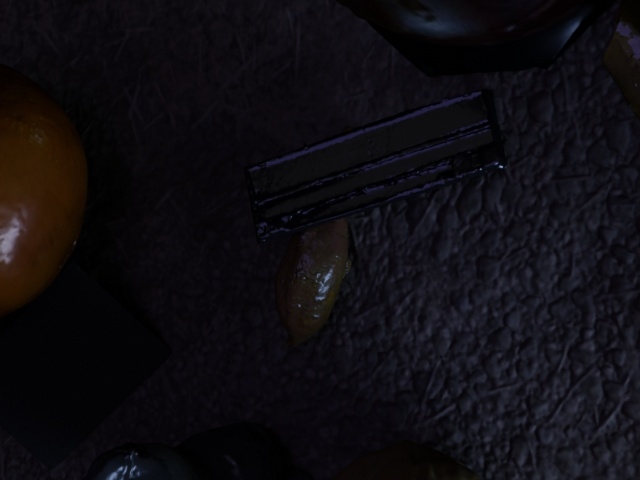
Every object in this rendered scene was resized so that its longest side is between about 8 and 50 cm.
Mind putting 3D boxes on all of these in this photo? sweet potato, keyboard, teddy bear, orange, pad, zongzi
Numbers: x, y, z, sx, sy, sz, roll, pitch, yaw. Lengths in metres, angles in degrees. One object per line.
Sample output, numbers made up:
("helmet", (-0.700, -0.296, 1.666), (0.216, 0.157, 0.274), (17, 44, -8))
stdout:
("sweet potato", (0.000, 0.003, 1.542), (0.068, 0.068, 0.226), (18, 98, 29))
("keyboard", (0.047, -0.070, 1.505), (0.250, 0.017, 0.087), (-18, 68, 18))
("teddy bear", (-0.149, 0.261, 1.550), (0.171, 0.251, 0.144), (-22, 78, 44))
("orange", (-0.370, -0.046, 1.648), (0.284, 0.226, 0.284), (-21, 54, 32))
("sweet potato", (0.312, -0.093, 1.353), (0.077, 0.077, 0.244), (-37, 81, 26))
("pad", (-0.270, 0.134, 1.701), (0.143, 0.003, 0.211), (43, 114, -8))
("zongzi", (-0.330, 0.144, 1.755), (0.109, 0.055, 0.119), (16, 120, 15))

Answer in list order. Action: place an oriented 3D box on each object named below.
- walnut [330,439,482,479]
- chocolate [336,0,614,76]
("walnut", (0.072, 0.282, 1.437), (0.213, 0.213, 0.213), (1, 92, 31))
("chocolate", (0.079, -0.336, 1.336), (0.383, 0.331, 0.384), (2, 94, 29))
